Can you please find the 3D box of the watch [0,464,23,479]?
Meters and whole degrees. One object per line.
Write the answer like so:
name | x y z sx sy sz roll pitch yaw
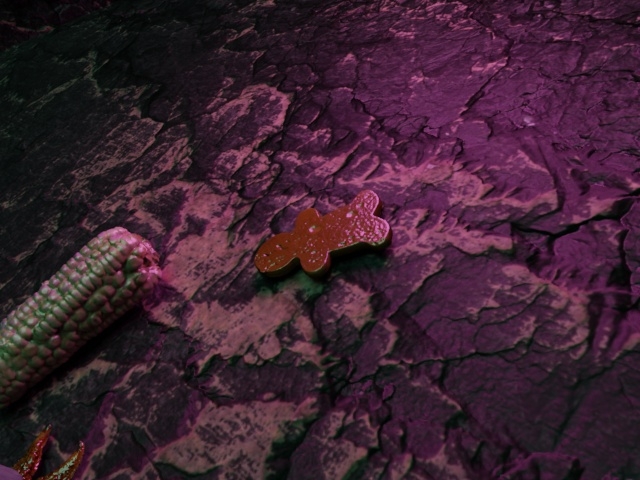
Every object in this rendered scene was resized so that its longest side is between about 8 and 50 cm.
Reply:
watch | -0.415 0.355 0.628 0.241 0.161 0.253 22 66 33

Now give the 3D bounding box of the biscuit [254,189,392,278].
biscuit | 0.000 0.000 0.878 0.205 0.031 0.138 -22 42 7

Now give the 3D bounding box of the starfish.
starfish | -0.386 0.338 0.745 0.241 0.043 0.227 14 58 31

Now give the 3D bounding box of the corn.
corn | -0.390 0.110 0.912 0.335 0.126 0.127 -40 43 -11
